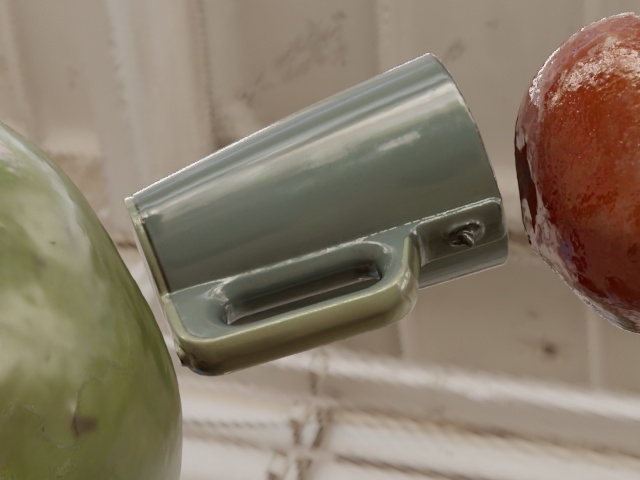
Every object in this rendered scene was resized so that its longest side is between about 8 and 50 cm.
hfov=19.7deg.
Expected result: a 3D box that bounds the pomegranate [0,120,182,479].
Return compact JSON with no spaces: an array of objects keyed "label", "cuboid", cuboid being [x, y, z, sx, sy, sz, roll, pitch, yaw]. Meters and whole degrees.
[{"label":"pomegranate","cuboid":[-0.095,0.046,0.350,0.210,0.179,0.179,-10,-57,32]}]

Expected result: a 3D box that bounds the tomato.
[{"label":"tomato","cuboid":[0.128,-0.025,0.868,0.069,0.155,0.156,-9,-52,-6]}]

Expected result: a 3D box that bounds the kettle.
[{"label":"kettle","cuboid":[0.000,0.000,1.259,0.243,0.210,0.160,-21,-50,-7]}]
